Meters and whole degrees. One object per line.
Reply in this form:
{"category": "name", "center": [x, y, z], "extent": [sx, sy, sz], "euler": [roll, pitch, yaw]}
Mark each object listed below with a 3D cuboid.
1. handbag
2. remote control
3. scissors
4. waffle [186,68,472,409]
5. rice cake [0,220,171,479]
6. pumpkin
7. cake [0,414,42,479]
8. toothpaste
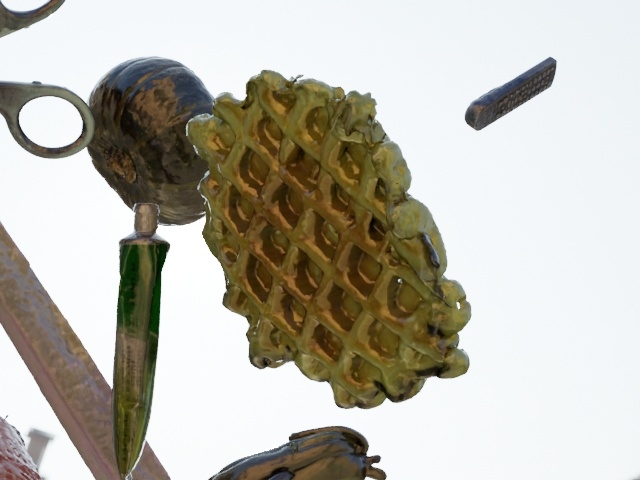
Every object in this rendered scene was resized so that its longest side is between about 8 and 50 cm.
{"category": "handbag", "center": [-0.018, 0.144, 0.804], "extent": [0.111, 0.047, 0.072], "euler": [-23, -28, 1]}
{"category": "remote control", "center": [0.230, -0.177, 1.637], "extent": [0.027, 0.152, 0.044], "euler": [35, -39, 35]}
{"category": "scissors", "center": [-0.444, -0.189, 1.490], "extent": [0.383, 0.256, 0.029], "euler": [-11, 23, -23]}
{"category": "waffle", "center": [0.000, 0.000, 1.190], "extent": [0.297, 0.073, 0.317], "euler": [-5, -75, 50]}
{"category": "rice cake", "center": [-0.281, 0.126, 1.427], "extent": [0.399, 0.064, 0.070], "euler": [57, -28, -3]}
{"category": "pumpkin", "center": [-0.196, -0.124, 1.678], "extent": [0.223, 0.157, 0.224], "euler": [39, -34, 33]}
{"category": "cake", "center": [-0.240, 0.199, 1.005], "extent": [0.220, 0.086, 0.116], "euler": [39, 10, 22]}
{"category": "toothpaste", "center": [-0.161, 0.091, 1.188], "extent": [0.046, 0.248, 0.078], "euler": [4, -3, -7]}
